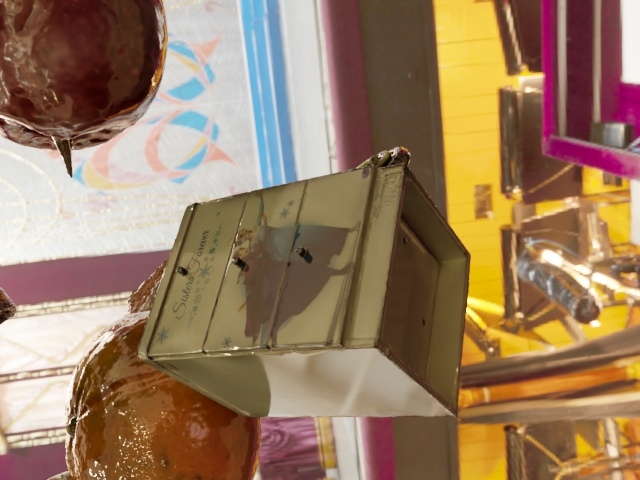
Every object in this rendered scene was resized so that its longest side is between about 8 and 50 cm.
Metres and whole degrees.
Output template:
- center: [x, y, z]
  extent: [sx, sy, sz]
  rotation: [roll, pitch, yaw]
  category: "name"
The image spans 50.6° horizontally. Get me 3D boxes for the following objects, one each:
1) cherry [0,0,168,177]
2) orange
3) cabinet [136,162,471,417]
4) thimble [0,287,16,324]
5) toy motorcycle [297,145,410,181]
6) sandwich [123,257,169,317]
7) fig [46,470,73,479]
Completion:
- center: [-0.260, -0.215, 0.670]
  extent: [0.230, 0.203, 0.300]
  rotation: [174, 87, -66]
  category: "cherry"
- center: [-0.165, 0.185, 0.684]
  extent: [0.240, 0.171, 0.240]
  rotation: [-10, 77, 53]
  category: "orange"
- center: [-0.007, 0.050, 0.543]
  extent: [0.150, 0.206, 0.145]
  rotation: [45, -133, -43]
  category: "cabinet"
- center: [-0.716, 0.149, 1.462]
  extent: [0.066, 0.095, 0.104]
  rotation: [51, 169, 7]
  category: "thimble"
- center: [-0.002, -0.002, 0.947]
  extent: [0.206, 0.142, 0.342]
  rotation: [-39, 14, 52]
  category: "toy motorcycle"
- center: [-0.210, 0.137, 0.904]
  extent: [0.160, 0.185, 0.109]
  rotation: [46, -153, 2]
  category: "sandwich"
- center: [-0.277, 0.304, 0.747]
  extent: [0.084, 0.082, 0.098]
  rotation: [43, -174, -36]
  category: "fig"
